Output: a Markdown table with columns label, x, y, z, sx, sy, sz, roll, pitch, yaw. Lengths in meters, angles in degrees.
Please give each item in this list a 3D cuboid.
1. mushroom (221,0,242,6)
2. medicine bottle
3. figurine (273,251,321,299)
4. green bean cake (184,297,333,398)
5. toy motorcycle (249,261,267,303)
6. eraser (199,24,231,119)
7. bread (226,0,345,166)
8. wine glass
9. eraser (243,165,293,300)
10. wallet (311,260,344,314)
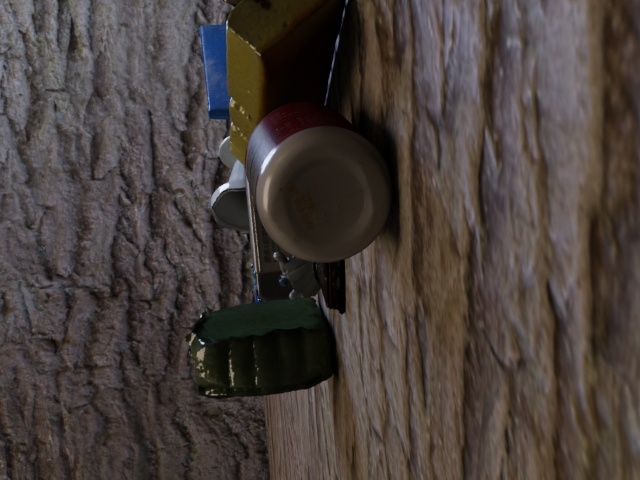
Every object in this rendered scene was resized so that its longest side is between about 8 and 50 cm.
| label | x | y | z | sx | sy | sz | roll | pitch | yaw |
| --- | --- | --- | --- | --- | --- | --- | --- | --- | --- |
| mushroom | -0.131 | -0.470 | 1.675 | 0.188 | 0.141 | 0.117 | -119 | 46 | -67 |
| medicine bottle | -0.010 | -0.070 | 0.986 | 0.250 | 0.131 | 0.131 | -119 | 24 | -71 |
| figurine | -0.037 | 0.043 | 1.493 | 0.082 | 0.094 | 0.086 | 3 | 66 | 47 |
| green bean cake | -0.096 | 0.171 | 1.518 | 0.227 | 0.222 | 0.125 | -128 | 33 | -84 |
| toy motorcycle | -0.114 | 0.115 | 2.188 | 0.254 | 0.092 | 0.136 | -122 | 35 | -56 |
| eraser | -0.210 | -0.409 | 2.305 | 0.043 | 0.144 | 0.312 | 96 | 166 | -50 |
| bread | -0.048 | -0.196 | 1.157 | 0.077 | 0.138 | 0.361 | 40 | 164 | 8 |
| wine glass | -0.168 | -0.136 | 2.203 | 0.165 | 0.164 | 0.197 | 93 | 177 | -52 |
| eraser | -0.101 | -0.056 | 1.927 | 0.061 | 0.089 | 0.352 | -164 | 69 | -79 |
| wallet | 0.000 | 0.000 | 1.371 | 0.232 | 0.031 | 0.122 | -110 | 17 | -61 |
